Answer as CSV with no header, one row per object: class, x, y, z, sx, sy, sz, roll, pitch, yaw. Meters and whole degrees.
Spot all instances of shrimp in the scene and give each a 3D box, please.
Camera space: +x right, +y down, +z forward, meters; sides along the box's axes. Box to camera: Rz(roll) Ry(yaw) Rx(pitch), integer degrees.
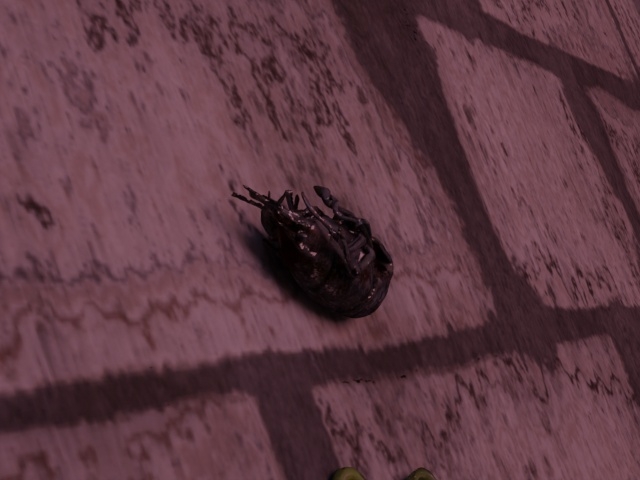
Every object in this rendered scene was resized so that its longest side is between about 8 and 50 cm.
shrimp,0.000,0.000,0.852,0.165,0.057,0.065,50,42,-50

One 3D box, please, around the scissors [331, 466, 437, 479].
scissors,0.064,0.219,0.811,0.133,0.020,0.187,12,54,-57
